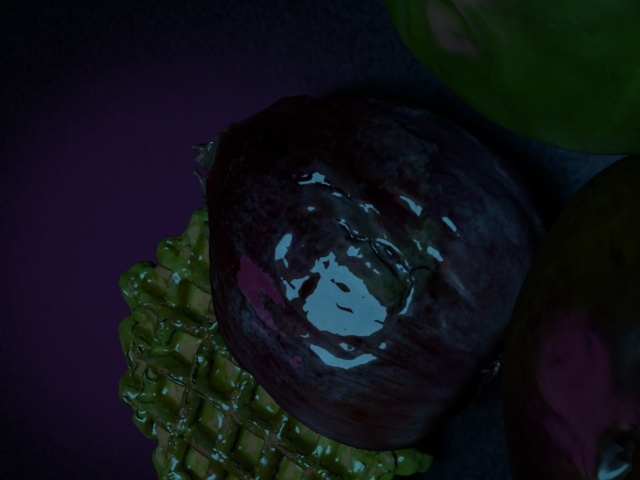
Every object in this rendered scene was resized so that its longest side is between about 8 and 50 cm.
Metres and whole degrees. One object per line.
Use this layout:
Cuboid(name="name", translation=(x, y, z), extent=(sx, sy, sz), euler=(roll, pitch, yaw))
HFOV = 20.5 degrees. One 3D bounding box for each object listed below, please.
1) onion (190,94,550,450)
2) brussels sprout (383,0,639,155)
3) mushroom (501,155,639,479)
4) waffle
Cuboid(name="onion", translation=(0.000, 0.000, 1.162), extent=(0.283, 0.120, 0.227), euler=(34, 94, 27))
Cuboid(name="brussels sprout", translation=(0.162, -0.226, 0.932), extent=(0.355, 0.281, 0.289), euler=(61, 147, 36))
Cuboid(name="mushroom", translation=(0.264, 0.117, 1.000), extent=(0.345, 0.259, 0.345), euler=(26, 119, 60))
Cuboid(name="waffle", translation=(-0.042, 0.108, 1.286), extent=(0.291, 0.051, 0.291), euler=(6, 101, 34))
